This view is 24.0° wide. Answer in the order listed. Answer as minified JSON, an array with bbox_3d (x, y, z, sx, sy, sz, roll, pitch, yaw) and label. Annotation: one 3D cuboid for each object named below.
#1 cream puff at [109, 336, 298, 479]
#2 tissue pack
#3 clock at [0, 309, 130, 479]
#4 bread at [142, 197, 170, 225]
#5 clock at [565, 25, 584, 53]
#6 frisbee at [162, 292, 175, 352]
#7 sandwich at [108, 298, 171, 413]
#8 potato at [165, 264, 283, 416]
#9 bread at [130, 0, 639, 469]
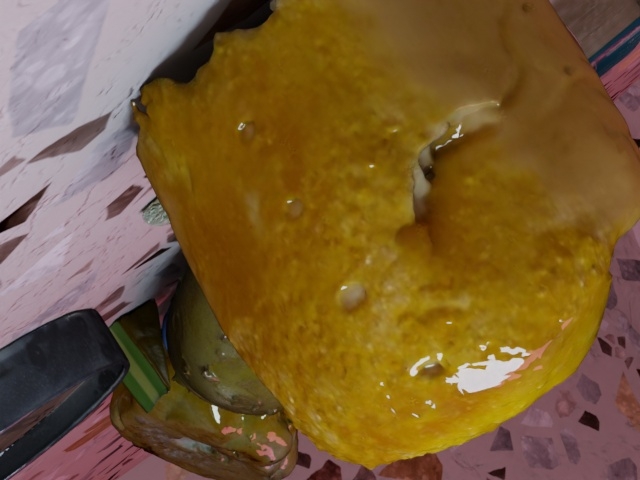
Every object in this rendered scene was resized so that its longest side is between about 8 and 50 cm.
[{"bbox_3d":[-0.150,0.220,2.320,0.324,0.291,0.257,85,26,-65],"label":"cream puff"},{"bbox_3d":[0.285,-0.237,1.956,0.271,0.134,0.192,-38,174,-2],"label":"tissue pack"},{"bbox_3d":[-0.388,0.227,1.743,0.386,0.076,0.386,-38,173,-6],"label":"clock"},{"bbox_3d":[-0.086,-0.075,1.519,0.193,0.036,0.112,-39,174,10],"label":"bread"},{"bbox_3d":[0.177,-0.144,1.593,0.227,0.241,0.142,-39,176,2],"label":"clock"},{"bbox_3d":[-0.101,0.104,2.086,0.242,0.045,0.242,-8,132,-10],"label":"frisbee"},{"bbox_3d":[-0.219,0.149,1.940,0.074,0.116,0.074,-29,169,-49],"label":"sandwich"},{"bbox_3d":[-0.078,0.102,1.856,0.269,0.219,0.359,-61,-178,-34],"label":"potato"},{"bbox_3d":[0.045,-0.034,1.151,0.250,0.394,0.361,-6,154,-47],"label":"bread"}]
